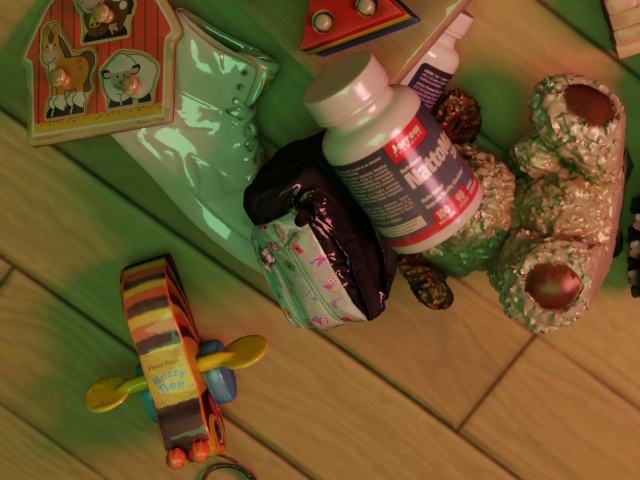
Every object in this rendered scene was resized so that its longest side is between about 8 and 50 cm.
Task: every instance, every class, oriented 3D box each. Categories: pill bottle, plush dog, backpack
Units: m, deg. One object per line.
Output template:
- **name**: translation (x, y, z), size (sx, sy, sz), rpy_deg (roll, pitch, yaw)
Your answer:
- **pill bottle**: translation (0.082, -0.172, 1.748), size (0.094, 0.094, 0.169), rpy_deg (32, 105, -4)
- **plush dog**: translation (0.189, -0.031, 1.756), size (0.225, 0.210, 0.262), rpy_deg (8, 79, 17)
- **backpack**: translation (0.000, 0.000, 1.709), size (0.115, 0.152, 0.182), rpy_deg (-10, 116, 33)
- **pill bottle**: translation (0.065, -0.086, 1.637), size (0.108, 0.108, 0.180), rpy_deg (-33, 112, 11)

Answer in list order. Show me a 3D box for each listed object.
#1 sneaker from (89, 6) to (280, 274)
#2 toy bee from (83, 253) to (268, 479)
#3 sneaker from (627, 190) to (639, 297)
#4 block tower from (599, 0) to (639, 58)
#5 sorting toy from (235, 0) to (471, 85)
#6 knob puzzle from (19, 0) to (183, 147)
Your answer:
- **sneaker**: translation (-0.084, -0.104, 1.772), size (0.292, 0.108, 0.169), rpy_deg (45, 106, -6)
- **toy bee**: translation (-0.133, 0.166, 1.818), size (0.195, 0.162, 0.298), rpy_deg (-39, 98, 11)
- **sneaker**: translation (0.393, -0.061, 1.751), size (0.135, 0.097, 0.276), rpy_deg (14, 104, 3)
- **block tower**: translation (0.291, -0.352, 1.689), size (0.097, 0.091, 0.335), rpy_deg (-18, 103, 8)
- **sorting toy**: translation (0.024, -0.297, 1.674), size (0.257, 0.089, 0.255), rpy_deg (45, 104, 17)
- **knob puzzle**: translation (-0.230, -0.203, 1.753), size (0.213, 0.030, 0.213), rpy_deg (-5, 77, 26)
